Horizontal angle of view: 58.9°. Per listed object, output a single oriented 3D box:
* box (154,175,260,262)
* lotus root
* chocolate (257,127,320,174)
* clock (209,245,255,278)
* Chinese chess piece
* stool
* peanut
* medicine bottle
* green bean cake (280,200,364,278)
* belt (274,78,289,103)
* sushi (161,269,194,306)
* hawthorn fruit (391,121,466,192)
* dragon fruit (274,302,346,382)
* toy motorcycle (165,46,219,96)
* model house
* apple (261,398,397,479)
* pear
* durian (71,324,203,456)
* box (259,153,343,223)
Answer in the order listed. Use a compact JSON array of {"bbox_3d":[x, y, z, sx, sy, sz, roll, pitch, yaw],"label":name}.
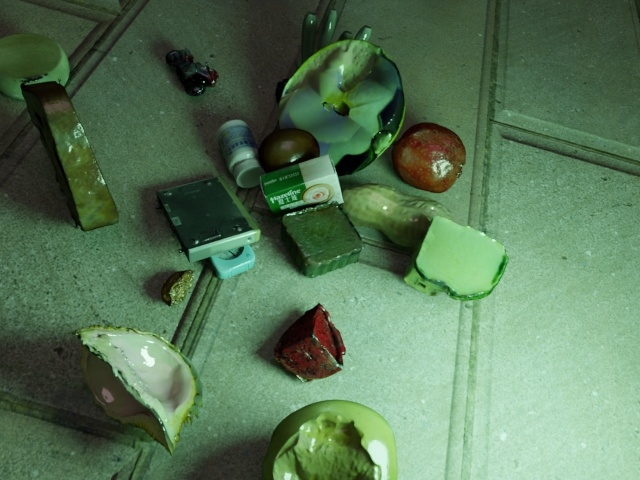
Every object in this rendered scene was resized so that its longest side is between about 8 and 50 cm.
[{"bbox_3d":[-0.301,-0.065,1.466,0.211,0.045,0.270,-17,46,-22],"label":"box"},{"bbox_3d":[-0.605,-0.216,1.361,0.111,0.375,0.390,-24,74,-20],"label":"lotus root"},{"bbox_3d":[-0.080,-0.231,1.568,0.177,0.176,0.176,5,54,-7],"label":"chocolate"},{"bbox_3d":[-0.242,0.022,1.452,0.108,0.045,0.147,-22,61,-25],"label":"clock"},{"bbox_3d":[-0.870,-0.514,1.684,0.238,0.092,0.237,6,53,-8],"label":"Chinese chess piece"},{"bbox_3d":[0.031,-0.630,1.858,0.195,0.198,0.195,31,38,16],"label":"stool"},{"bbox_3d":[0.202,-0.073,1.558,0.313,0.149,0.149,21,53,7],"label":"peanut"},{"bbox_3d":[-0.225,-0.247,1.613,0.103,0.102,0.186,-13,58,-19],"label":"medicine bottle"},{"bbox_3d":[0.000,0.000,1.485,0.181,0.094,0.173,-20,61,-24],"label":"green bean cake"},{"bbox_3d":[-0.079,-0.476,1.837,0.140,0.058,0.105,3,47,-6],"label":"belt"},{"bbox_3d":[-0.339,0.113,1.355,0.060,0.061,0.118,2,57,23],"label":"sushi"},{"bbox_3d":[0.300,-0.253,1.672,0.253,0.205,0.205,26,54,16],"label":"hawthorn fruit"},{"bbox_3d":[-0.022,0.241,1.326,0.127,0.120,0.161,-25,23,19],"label":"dragon fruit"},{"bbox_3d":[-0.405,-0.545,1.805,0.122,0.082,0.213,-24,63,-24],"label":"toy motorcycle"},{"bbox_3d":[0.329,0.084,1.433,0.214,0.189,0.195,23,62,2],"label":"model house"},{"bbox_3d":[0.026,0.437,1.083,0.279,0.279,0.279,5,54,-7],"label":"apple"},{"bbox_3d":[0.085,-0.374,1.664,0.399,0.399,0.165,50,21,23],"label":"pear"},{"bbox_3d":[-0.353,0.287,1.181,0.305,0.185,0.196,39,37,11],"label":"durian"},{"bbox_3d":[-0.048,-0.136,1.514,0.199,0.135,0.081,-20,58,1],"label":"box"}]
